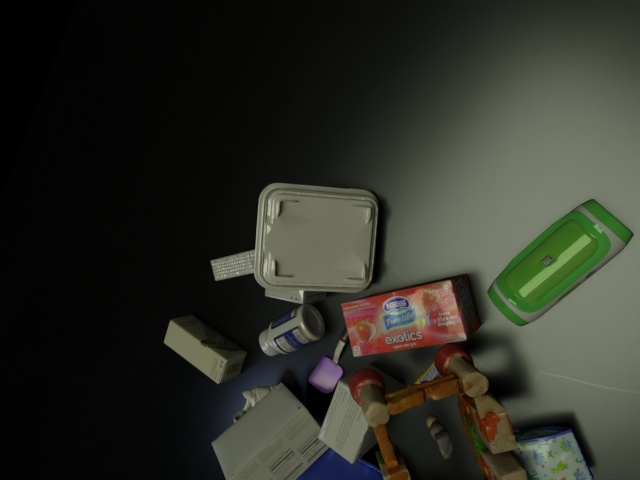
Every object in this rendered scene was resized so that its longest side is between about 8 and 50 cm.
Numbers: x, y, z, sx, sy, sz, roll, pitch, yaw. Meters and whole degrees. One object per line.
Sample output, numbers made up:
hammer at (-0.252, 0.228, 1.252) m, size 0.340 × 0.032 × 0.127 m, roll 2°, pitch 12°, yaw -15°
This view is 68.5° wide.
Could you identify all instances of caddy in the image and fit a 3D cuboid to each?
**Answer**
caddy at (0.080, 0.695, 1.282) m, size 0.341 × 0.179 × 0.241 m, roll 16°, pitch 122°, yaw 29°

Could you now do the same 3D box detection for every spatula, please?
spatula at (0.059, 0.308, 1.357) m, size 0.084 × 0.030 × 0.297 m, roll 32°, pitch 107°, yaw 25°

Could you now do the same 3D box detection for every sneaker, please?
sneaker at (-0.202, 0.595, 1.450) m, size 0.114 × 0.152 × 0.305 m, roll -175°, pitch 90°, yaw -65°

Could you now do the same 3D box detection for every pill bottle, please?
pill bottle at (-0.089, 0.273, 1.397) m, size 0.186 × 0.112 × 0.112 m, roll -31°, pitch 77°, yaw 28°

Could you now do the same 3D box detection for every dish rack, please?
dish rack at (0.000, 0.000, 1.234) m, size 0.332 × 0.072 × 0.286 m, roll 3°, pitch 96°, yaw -13°

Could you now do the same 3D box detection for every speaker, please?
speaker at (0.511, 0.052, 1.022) m, size 0.131 × 0.131 × 0.296 m, roll 49°, pitch 114°, yaw 20°

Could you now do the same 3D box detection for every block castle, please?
block castle at (0.269, 0.486, 1.073) m, size 0.303 × 0.213 × 0.453 m, roll -17°, pitch 95°, yaw -1°

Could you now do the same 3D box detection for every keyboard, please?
keyboard at (-0.261, 0.078, 1.547) m, size 0.256 × 0.014 × 0.072 m, roll -14°, pitch 85°, yaw 31°

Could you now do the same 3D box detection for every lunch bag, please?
lunch bag at (0.515, 0.493, 1.056) m, size 0.151 × 0.096 × 0.129 m, roll -28°, pitch 78°, yaw 39°

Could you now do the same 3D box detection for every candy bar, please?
candy bar at (0.288, 0.349, 1.230) m, size 0.040 × 0.018 × 0.161 m, roll 43°, pitch 113°, yaw 22°

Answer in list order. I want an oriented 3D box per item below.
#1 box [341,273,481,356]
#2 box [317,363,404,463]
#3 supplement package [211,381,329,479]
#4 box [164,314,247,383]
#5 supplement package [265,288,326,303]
box at (0.226, 0.189, 1.184) m, size 0.299 × 0.154 × 0.142 m, roll -17°, pitch 83°, yaw 31°
box at (0.110, 0.451, 1.246) m, size 0.119 × 0.182 × 0.181 m, roll 26°, pitch 105°, yaw 29°
supplement package at (-0.139, 0.561, 1.301) m, size 0.145 × 0.262 × 0.204 m, roll 58°, pitch 162°, yaw -17°
box at (-0.389, 0.360, 1.581) m, size 0.275 × 0.113 × 0.094 m, roll 26°, pitch 104°, yaw 26°
supplement package at (-0.060, 0.044, 1.354) m, size 0.133 × 0.139 × 0.244 m, roll 7°, pitch 95°, yaw 29°
